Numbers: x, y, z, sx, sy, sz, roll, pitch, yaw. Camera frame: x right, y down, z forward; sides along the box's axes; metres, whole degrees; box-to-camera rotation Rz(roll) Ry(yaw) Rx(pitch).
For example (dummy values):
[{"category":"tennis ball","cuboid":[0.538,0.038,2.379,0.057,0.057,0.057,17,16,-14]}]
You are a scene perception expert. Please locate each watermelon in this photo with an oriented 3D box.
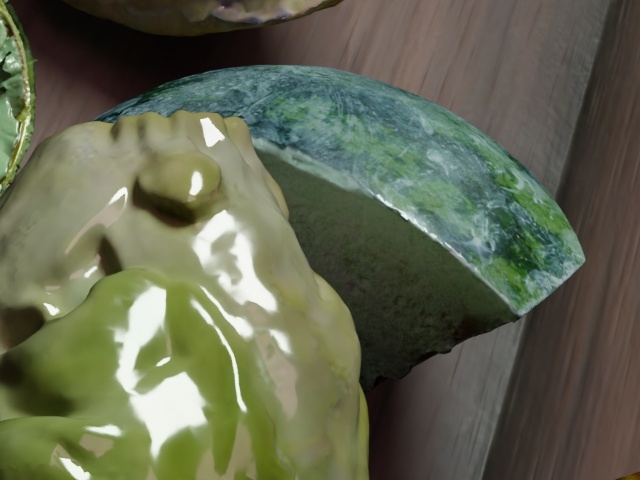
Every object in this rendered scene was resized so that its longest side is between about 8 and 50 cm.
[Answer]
[{"category":"watermelon","cuboid":[0.000,0.000,1.069,0.320,0.214,0.289,10,13,9]}]

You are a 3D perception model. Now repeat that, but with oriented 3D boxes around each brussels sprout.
[{"category":"brussels sprout","cuboid":[-0.100,0.103,0.821,0.242,0.274,0.317,5,56,-10]}]

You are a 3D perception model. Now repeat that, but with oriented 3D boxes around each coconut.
[{"category":"coconut","cuboid":[-0.220,-0.064,0.962,0.158,0.055,0.133,-20,81,-41]}]

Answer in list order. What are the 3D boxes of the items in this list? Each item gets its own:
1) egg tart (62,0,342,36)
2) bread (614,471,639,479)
[{"category":"egg tart","cuboid":[-0.071,-0.296,1.042,0.352,0.150,0.352,-1,82,7]},{"category":"bread","cuboid":[0.106,0.262,0.897,0.250,0.279,0.225,-27,70,-44]}]
